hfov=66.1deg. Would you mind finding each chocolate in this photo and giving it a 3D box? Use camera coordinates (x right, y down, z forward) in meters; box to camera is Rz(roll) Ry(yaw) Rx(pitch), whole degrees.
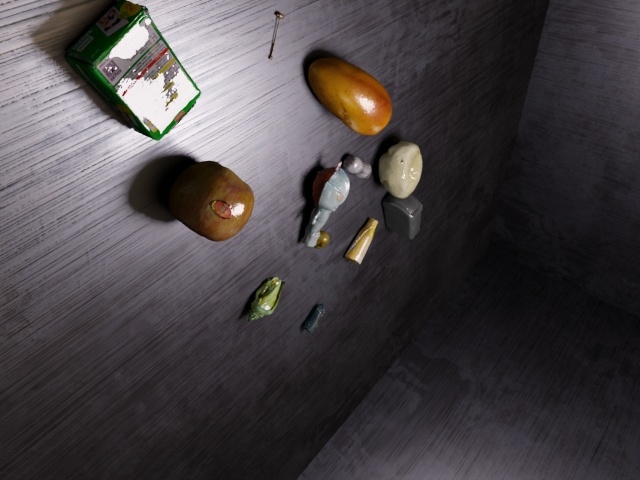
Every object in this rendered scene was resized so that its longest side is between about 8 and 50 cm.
[{"bbox_3d":[0.145,-0.285,1.913,0.167,0.072,0.072,12,104,-57],"label":"chocolate"},{"bbox_3d":[0.192,-0.001,2.219,0.219,0.086,0.086,-61,150,-8],"label":"chocolate"}]

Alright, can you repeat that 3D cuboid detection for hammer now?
[{"bbox_3d":[-0.123,-0.556,1.343,0.029,0.014,0.122,-7,123,-44],"label":"hammer"}]

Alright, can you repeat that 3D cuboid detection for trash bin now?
[{"bbox_3d":[0.384,-0.127,2.305,0.101,0.177,0.236,-49,152,-22],"label":"trash bin"}]

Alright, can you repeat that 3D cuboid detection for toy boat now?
[{"bbox_3d":[-0.023,0.338,2.183,0.141,0.055,0.060,-58,142,-8],"label":"toy boat"}]

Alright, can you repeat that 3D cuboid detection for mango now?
[{"bbox_3d":[0.098,-0.478,1.590,0.350,0.199,0.201,26,63,-47],"label":"mango"}]

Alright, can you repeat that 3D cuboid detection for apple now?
[{"bbox_3d":[-0.282,-0.102,1.281,0.187,0.211,0.211,-57,150,-6],"label":"apple"}]

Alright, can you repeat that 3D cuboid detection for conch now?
[{"bbox_3d":[-0.199,0.215,1.798,0.095,0.080,0.200,48,55,-45],"label":"conch"}]

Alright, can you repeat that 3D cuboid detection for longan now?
[{"bbox_3d":[0.000,0.000,1.916,0.075,0.083,0.075,-7,128,-9],"label":"longan"}]

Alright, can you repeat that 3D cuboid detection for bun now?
[{"bbox_3d":[0.333,-0.303,2.102,0.259,0.160,0.258,-25,120,-56],"label":"bun"}]

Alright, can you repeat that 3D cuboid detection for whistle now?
[{"bbox_3d":[0.011,-0.134,1.793,0.142,0.134,0.346,-90,-159,-60],"label":"whistle"}]

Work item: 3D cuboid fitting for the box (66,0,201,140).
[{"bbox_3d":[-0.378,-0.350,1.036,0.180,0.103,0.250,-53,147,-15],"label":"box"}]
